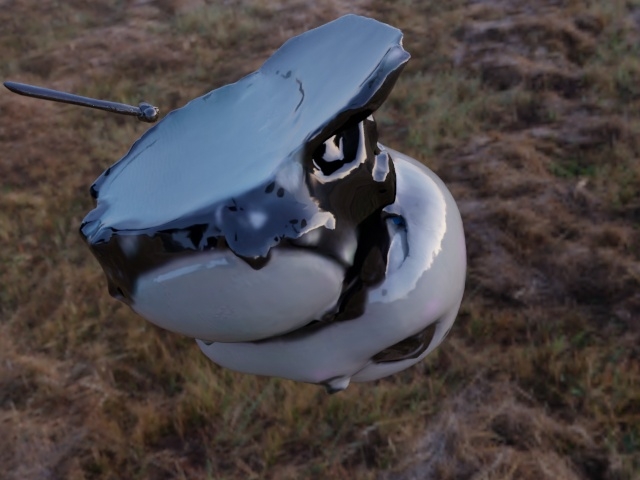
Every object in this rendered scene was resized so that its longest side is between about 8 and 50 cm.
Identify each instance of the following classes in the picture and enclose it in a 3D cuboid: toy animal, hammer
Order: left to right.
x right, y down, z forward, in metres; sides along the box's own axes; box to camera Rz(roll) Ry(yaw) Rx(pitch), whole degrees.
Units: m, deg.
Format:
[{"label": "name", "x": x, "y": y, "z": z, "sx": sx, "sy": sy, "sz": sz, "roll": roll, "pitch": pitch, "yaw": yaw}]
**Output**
[{"label": "hammer", "x": -0.277, "y": -0.162, "z": 1.164, "sx": 0.178, "sy": 0.021, "sz": 0.065, "roll": 8, "pitch": 11, "yaw": -16}, {"label": "toy animal", "x": 0.000, "y": 0.000, "z": 0.469, "sx": 0.166, "sy": 0.179, "sz": 0.138, "roll": -8, "pitch": 54, "yaw": 30}]
